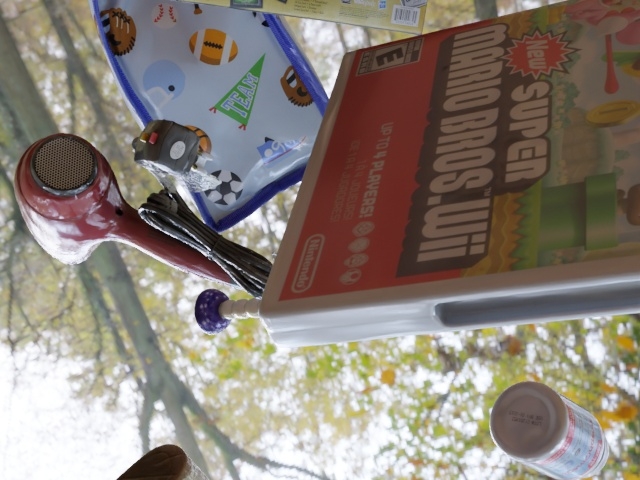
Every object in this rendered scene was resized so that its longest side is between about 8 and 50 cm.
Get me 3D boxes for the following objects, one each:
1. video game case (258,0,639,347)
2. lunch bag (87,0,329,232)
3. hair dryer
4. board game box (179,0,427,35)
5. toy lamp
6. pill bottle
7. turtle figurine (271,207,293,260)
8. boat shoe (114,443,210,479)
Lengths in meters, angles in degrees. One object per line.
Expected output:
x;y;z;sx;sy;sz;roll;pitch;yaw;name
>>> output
0.125;-0.049;0.397;0.285;0.025;0.204;-8;-140;23;video game case
-0.158;-0.262;1.115;0.239;0.385;0.328;-33;-153;-1;lunch bag
-0.151;0.001;0.757;0.293;0.224;0.080;5;-128;44;hair dryer
-0.029;-0.238;0.628;0.243;0.165;0.042;2;-164;-27;board game box
-0.059;0.094;1.297;0.274;0.080;0.080;-10;-150;39;toy lamp
0.258;0.215;1.014;0.087;0.160;0.087;-17;-121;32;pill bottle
0.000;0.000;1.704;0.175;0.118;0.234;-13;-143;-40;turtle figurine
-0.274;0.399;1.121;0.341;0.110;0.121;-37;-147;-7;boat shoe
